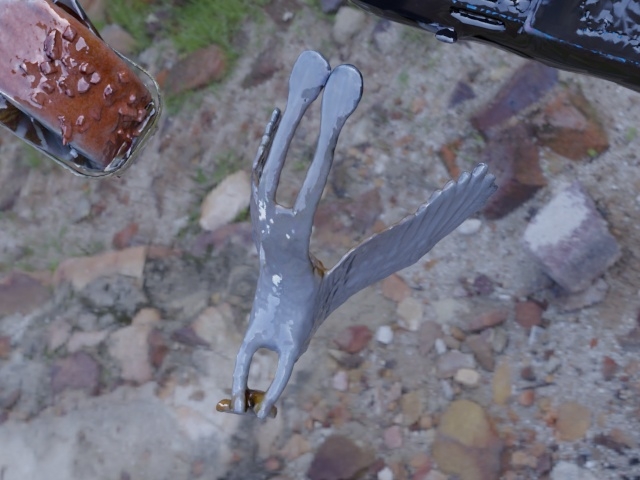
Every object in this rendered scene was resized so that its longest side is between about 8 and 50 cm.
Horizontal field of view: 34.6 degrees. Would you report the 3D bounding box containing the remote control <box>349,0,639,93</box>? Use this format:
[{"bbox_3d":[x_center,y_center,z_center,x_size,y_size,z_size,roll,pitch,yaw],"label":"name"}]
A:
[{"bbox_3d":[0.193,-0.200,0.800,0.399,0.062,0.144,15,118,3],"label":"remote control"}]

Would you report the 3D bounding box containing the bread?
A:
[{"bbox_3d":[-0.255,-0.160,0.973,0.224,0.212,0.142,33,81,14],"label":"bread"}]

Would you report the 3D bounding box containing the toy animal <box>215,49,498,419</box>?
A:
[{"bbox_3d":[-0.008,0.022,0.848,0.225,0.284,0.302,21,92,12],"label":"toy animal"}]
